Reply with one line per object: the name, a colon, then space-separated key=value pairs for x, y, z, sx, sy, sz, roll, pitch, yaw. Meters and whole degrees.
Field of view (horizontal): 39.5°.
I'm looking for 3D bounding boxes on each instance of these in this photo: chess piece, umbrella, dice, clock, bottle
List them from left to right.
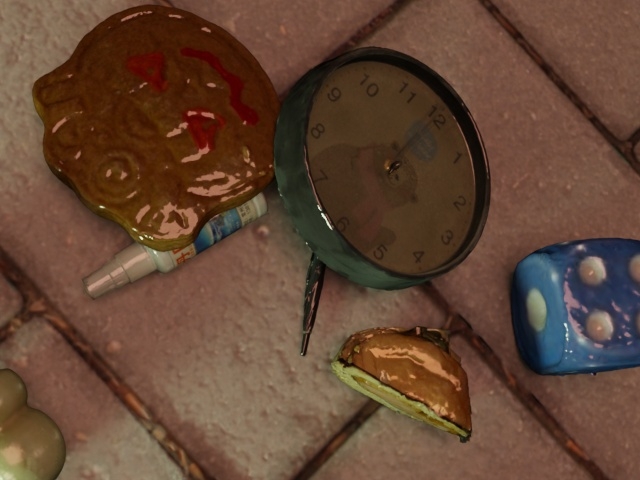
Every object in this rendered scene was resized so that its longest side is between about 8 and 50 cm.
chess piece: x=-0.349 y=0.152 z=0.866 sx=0.133 sy=0.133 sz=0.243 roll=-40 pitch=94 yaw=-18
bottle: x=-0.160 y=-0.001 z=0.977 sx=0.217 sy=0.060 sz=0.060 roll=-33 pitch=87 yaw=-17
umbrella: x=-0.001 y=-0.002 z=1.024 sx=0.044 sy=0.044 sz=0.269 roll=6 pitch=73 yaw=19
clock: x=0.079 y=-0.084 z=1.008 sx=0.280 sy=0.055 sz=0.281 roll=9 pitch=74 yaw=-32
dice: x=0.311 y=0.080 z=1.026 sx=0.146 sy=0.143 sz=0.147 roll=-1 pitch=78 yaw=-14

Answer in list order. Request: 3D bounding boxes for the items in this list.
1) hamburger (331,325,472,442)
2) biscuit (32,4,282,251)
hamburger: x=0.105 y=0.146 z=0.999 sx=0.176 sy=0.087 sz=0.102 roll=27 pitch=62 yaw=0
biscuit: x=-0.175 y=-0.136 z=0.977 sx=0.257 sy=0.049 sz=0.273 roll=-40 pitch=74 yaw=-20
